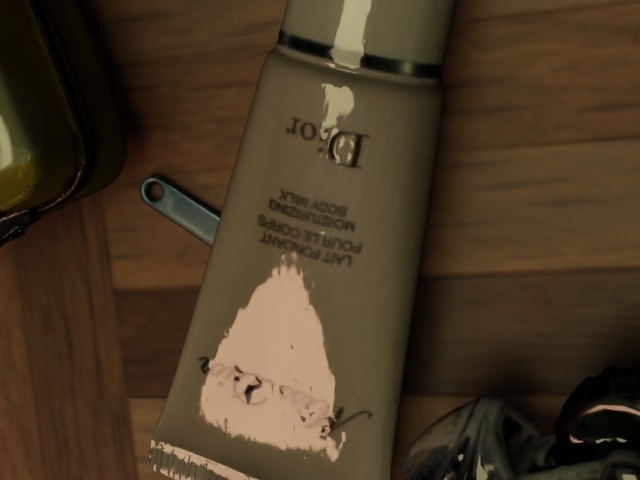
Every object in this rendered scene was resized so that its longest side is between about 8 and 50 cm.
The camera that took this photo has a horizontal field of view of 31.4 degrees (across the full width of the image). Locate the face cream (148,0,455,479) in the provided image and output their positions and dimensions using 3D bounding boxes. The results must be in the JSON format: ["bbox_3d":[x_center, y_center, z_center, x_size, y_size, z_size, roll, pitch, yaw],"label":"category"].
[{"bbox_3d":[0.000,0.000,0.589,0.143,0.089,0.314,16,106,16],"label":"face cream"}]

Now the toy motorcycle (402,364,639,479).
[{"bbox_3d":[0.116,0.181,0.569,0.159,0.106,0.270,9,113,22],"label":"toy motorcycle"}]

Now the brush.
[{"bbox_3d":[-0.036,0.010,0.643,0.164,0.014,0.051,32,107,13],"label":"brush"}]

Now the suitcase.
[{"bbox_3d":[-0.224,-0.097,0.624,0.194,0.143,0.235,-21,90,21],"label":"suitcase"}]
